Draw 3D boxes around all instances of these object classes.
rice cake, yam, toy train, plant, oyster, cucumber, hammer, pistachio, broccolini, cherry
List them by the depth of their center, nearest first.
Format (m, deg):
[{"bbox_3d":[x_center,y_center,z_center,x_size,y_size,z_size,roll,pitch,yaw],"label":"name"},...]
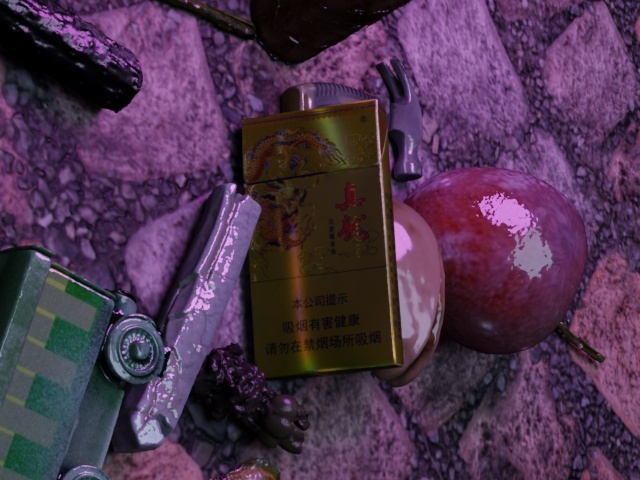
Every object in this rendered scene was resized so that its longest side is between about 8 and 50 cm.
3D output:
[{"bbox_3d":[-0.273,0.164,1.433,0.202,0.120,0.301,31,60,-31],"label":"toy train"},{"bbox_3d":[-0.316,-0.232,1.526,0.303,0.081,0.072,31,88,-35],"label":"cucumber"},{"bbox_3d":[-0.145,0.085,1.606,0.063,0.066,0.336,34,55,-23],"label":"rice cake"},{"bbox_3d":[-0.087,0.293,1.636,0.146,0.045,0.122,37,42,-32],"label":"oyster"},{"bbox_3d":[-0.079,0.178,1.646,0.174,0.087,0.085,38,85,-24],"label":"plant"},{"bbox_3d":[0.071,0.057,1.762,0.138,0.153,0.238,24,58,-63],"label":"pistachio"},{"bbox_3d":[0.044,-0.321,1.763,0.131,0.279,0.131,25,53,-38],"label":"yam"},{"bbox_3d":[0.044,-0.164,1.873,0.226,0.041,0.159,5,75,-43],"label":"hammer"},{"bbox_3d":[0.231,0.024,1.884,0.285,0.213,0.236,38,47,-20],"label":"cherry"},{"bbox_3d":[0.347,0.111,2.100,0.052,0.054,0.194,-37,115,-11],"label":"broccolini"}]

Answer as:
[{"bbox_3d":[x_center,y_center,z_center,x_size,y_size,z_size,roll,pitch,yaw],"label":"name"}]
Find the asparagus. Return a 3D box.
[{"bbox_3d":[-0.165,-0.282,1.719,0.233,0.022,0.023,19,111,-41],"label":"asparagus"}]

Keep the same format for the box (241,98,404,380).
[{"bbox_3d":[0.000,0.000,1.700,0.043,0.173,0.311,27,57,-68],"label":"box"}]
